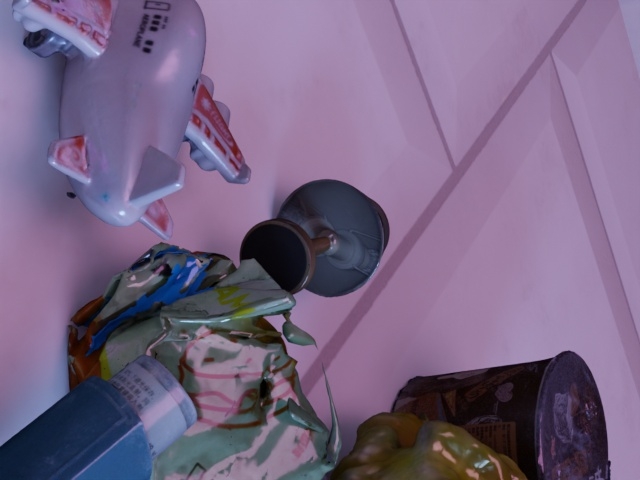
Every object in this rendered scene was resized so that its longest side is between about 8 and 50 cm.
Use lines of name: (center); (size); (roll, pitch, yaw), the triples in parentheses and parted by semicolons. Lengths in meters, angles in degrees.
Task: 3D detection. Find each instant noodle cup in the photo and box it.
instant noodle cup: (0.210, 0.244, 1.100); (0.217, 0.207, 0.217); (17, 69, -53)

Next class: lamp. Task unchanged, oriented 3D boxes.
lamp: (0.000, 0.000, 0.919); (0.214, 0.121, 0.121); (-15, 96, -66)

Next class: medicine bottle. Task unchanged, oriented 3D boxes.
medicine bottle: (-0.199, 0.162, 0.583); (0.258, 0.079, 0.124); (-36, 124, -27)

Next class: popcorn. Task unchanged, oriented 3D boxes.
popcorn: (0.110, 0.321, 0.880); (0.335, 0.279, 0.274); (-38, 131, -44)

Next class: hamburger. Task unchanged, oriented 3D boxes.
hamburger: (-0.075, 0.143, 0.766); (0.276, 0.150, 0.261); (34, 58, -47)

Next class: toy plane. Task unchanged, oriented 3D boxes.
toy plane: (-0.145, -0.117, 0.733); (0.252, 0.118, 0.252); (40, 39, -42)
